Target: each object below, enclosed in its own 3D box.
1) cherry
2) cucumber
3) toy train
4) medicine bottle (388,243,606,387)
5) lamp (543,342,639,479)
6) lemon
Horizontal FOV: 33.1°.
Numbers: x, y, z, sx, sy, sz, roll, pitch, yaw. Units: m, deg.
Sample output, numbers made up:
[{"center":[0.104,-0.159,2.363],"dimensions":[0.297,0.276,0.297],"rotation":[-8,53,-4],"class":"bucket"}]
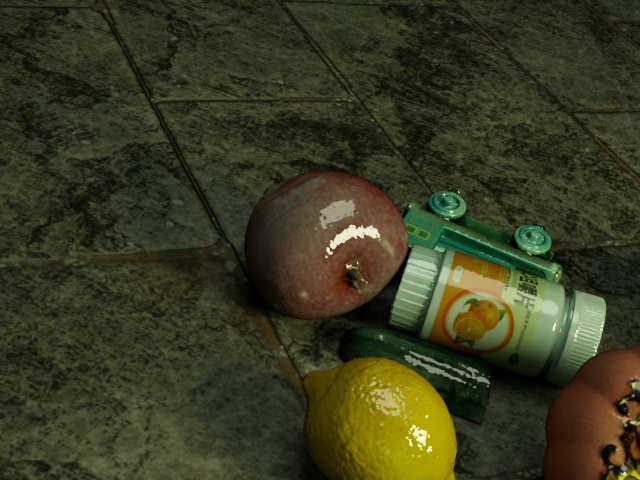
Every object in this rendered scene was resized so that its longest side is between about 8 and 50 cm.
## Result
[{"center":[0.000,0.000,1.718],"dimensions":[0.261,0.221,0.307],"rotation":[-26,27,-16],"class":"cherry"},{"center":[0.145,0.186,1.651],"dimensions":[0.244,0.063,0.115],"rotation":[17,34,7],"class":"cucumber"},{"center":[0.266,0.032,1.870],"dimensions":[0.298,0.120,0.194],"rotation":[23,43,12],"class":"toy train"},{"center":[0.274,0.116,1.708],"dimensions":[0.318,0.158,0.158],"rotation":[17,34,5],"class":"medicine bottle"},{"center":[0.450,0.289,1.454],"dimensions":[0.305,0.305,0.239],"rotation":[21,-10,9],"class":"lamp"},{"center":[0.079,0.252,1.425],"dimensions":[0.244,0.187,0.187],"rotation":[40,39,6],"class":"lemon"}]
